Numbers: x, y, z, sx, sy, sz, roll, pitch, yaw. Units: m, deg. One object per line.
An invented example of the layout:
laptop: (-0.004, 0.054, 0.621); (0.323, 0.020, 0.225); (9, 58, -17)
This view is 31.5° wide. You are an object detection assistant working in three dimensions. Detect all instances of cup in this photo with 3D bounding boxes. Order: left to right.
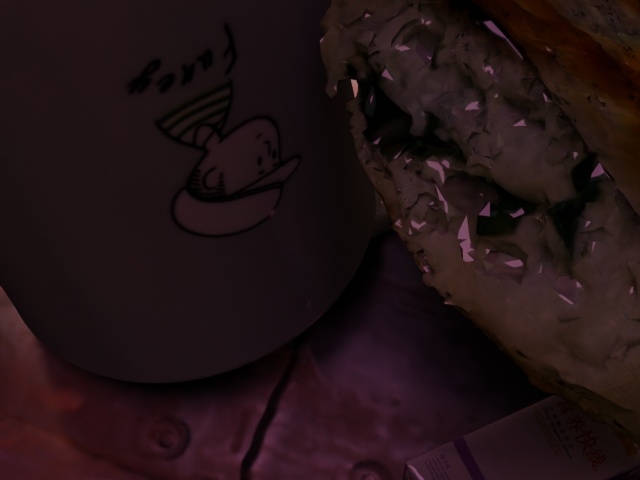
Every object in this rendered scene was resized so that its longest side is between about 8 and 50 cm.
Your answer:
cup: (-0.096, -0.098, 0.496); (0.205, 0.312, 0.206); (-6, 54, 8)

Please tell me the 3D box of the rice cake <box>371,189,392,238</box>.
rice cake: (0.000, 0.000, 0.615); (0.121, 0.022, 0.022); (-27, 54, -13)

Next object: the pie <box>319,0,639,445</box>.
pie: (0.148, -0.022, 0.491); (0.288, 0.103, 0.355); (-1, 48, -51)

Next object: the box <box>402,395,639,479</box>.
box: (0.100, 0.109, 0.542); (0.117, 0.036, 0.051); (-24, 64, -10)
